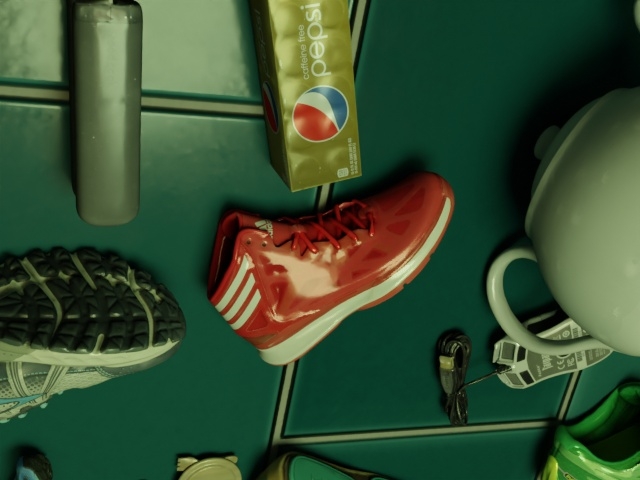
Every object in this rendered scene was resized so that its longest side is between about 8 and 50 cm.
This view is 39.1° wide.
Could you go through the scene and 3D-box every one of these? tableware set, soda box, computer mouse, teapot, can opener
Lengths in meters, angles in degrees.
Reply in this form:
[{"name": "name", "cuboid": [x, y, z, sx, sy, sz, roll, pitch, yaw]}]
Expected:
[{"name": "tableware set", "cuboid": [-0.140, 0.280, 0.875, 0.141, 0.020, 0.168, -15, 119, -16]}, {"name": "soda box", "cuboid": [-0.013, -0.133, 0.685, 0.061, 0.058, 0.181, -14, 120, -14]}, {"name": "computer mouse", "cuboid": [0.208, 0.114, 0.913, 0.193, 0.042, 0.106, -18, 117, -5]}, {"name": "teapot", "cuboid": [0.263, -0.035, 0.778, 0.256, 0.187, 0.252, -47, 152, -13]}, {"name": "can opener", "cuboid": [-0.125, -0.148, 0.624, 0.095, 0.076, 0.283, -3, 118, -19]}]

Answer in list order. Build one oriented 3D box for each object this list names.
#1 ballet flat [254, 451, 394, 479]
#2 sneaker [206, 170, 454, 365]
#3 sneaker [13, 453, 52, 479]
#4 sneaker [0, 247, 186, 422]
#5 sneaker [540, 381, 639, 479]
[{"name": "ballet flat", "cuboid": [0.029, 0.273, 0.918, 0.232, 0.080, 0.073, 31, 130, -29]}, {"name": "sneaker", "cuboid": [0.000, 0.000, 0.745, 0.221, 0.087, 0.128, -44, 124, 3]}, {"name": "sneaker", "cuboid": [-0.276, 0.257, 0.785, 0.073, 0.063, 0.162, 12, 111, -23]}, {"name": "sneaker", "cuboid": [-0.248, 0.087, 0.700, 0.283, 0.110, 0.122, -4, 135, -17]}, {"name": "sneaker", "cuboid": [0.385, 0.216, 0.993, 0.296, 0.109, 0.123, -15, 121, -15]}]
